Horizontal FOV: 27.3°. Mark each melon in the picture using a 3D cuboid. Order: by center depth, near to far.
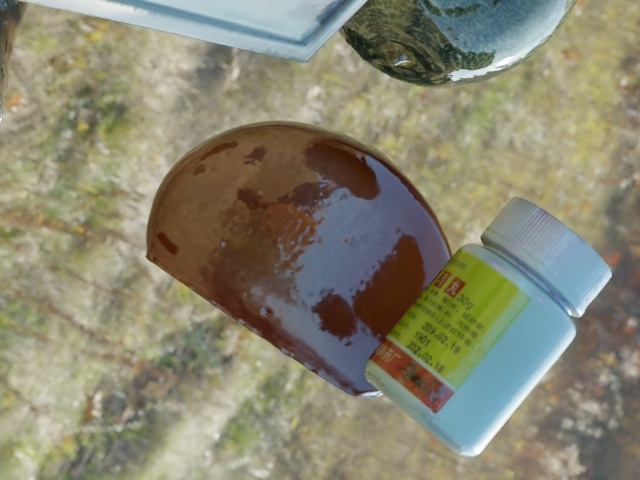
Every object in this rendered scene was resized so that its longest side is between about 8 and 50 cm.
[{"bbox_3d":[0.134,-0.293,1.200,0.329,0.248,0.248,-62,164,-15],"label":"melon"}]

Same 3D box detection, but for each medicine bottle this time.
[{"bbox_3d":[0.159,0.082,1.247,0.225,0.139,0.139,-50,163,-3],"label":"medicine bottle"}]

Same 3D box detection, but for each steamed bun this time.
[{"bbox_3d":[0.000,0.000,1.532,0.248,0.379,0.235,-57,179,2],"label":"steamed bun"}]

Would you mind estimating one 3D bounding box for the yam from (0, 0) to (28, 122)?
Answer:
[{"bbox_3d":[-0.224,-0.127,0.809,0.084,0.084,0.127,96,-4,-47],"label":"yam"}]

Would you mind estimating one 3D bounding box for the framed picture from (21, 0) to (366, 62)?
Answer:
[{"bbox_3d":[-0.026,-0.203,0.749,0.232,0.024,0.315,-43,156,26],"label":"framed picture"}]
